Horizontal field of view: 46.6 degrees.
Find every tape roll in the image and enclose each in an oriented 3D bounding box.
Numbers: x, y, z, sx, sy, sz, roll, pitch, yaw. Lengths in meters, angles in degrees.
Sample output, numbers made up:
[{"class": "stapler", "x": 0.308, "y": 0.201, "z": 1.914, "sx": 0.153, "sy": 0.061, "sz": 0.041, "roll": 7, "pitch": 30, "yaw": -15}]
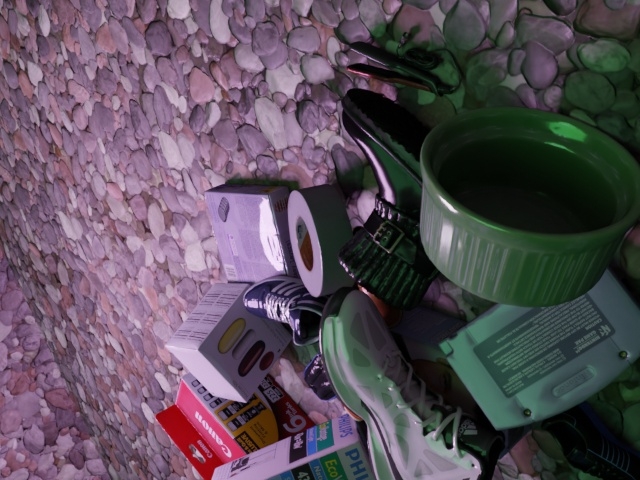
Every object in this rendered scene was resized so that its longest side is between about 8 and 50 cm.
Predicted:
[{"class": "tape roll", "x": 0.000, "y": 0.000, "z": 1.484, "sx": 0.219, "sy": 0.072, "sz": 0.219, "roll": 169, "pitch": 90, "yaw": -74}]

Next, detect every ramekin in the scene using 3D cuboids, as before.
[{"class": "ramekin", "x": 0.283, "y": -0.048, "z": 1.050, "sx": 0.303, "sy": 0.303, "sz": 0.148, "roll": 34, "pitch": 140, "yaw": 31}]

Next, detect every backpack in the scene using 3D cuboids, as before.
[{"class": "backpack", "x": 0.026, "y": 0.303, "z": 1.682, "sx": 0.105, "sy": 0.084, "sz": 0.114, "roll": 52, "pitch": 134, "yaw": 14}]

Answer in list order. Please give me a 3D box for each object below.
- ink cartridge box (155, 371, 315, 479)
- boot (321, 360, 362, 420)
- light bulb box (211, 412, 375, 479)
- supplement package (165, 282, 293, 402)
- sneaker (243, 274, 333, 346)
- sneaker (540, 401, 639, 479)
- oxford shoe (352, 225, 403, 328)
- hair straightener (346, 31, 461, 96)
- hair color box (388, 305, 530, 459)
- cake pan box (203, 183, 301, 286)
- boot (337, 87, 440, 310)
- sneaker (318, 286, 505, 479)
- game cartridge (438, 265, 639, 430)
[{"class": "ink cartridge box", "x": -0.221, "y": 0.459, "z": 1.891, "sx": 0.309, "sy": 0.271, "sz": 0.130, "roll": 43, "pitch": 137, "yaw": 23}, {"class": "boot", "x": 0.049, "y": 0.295, "z": 1.500, "sx": 0.158, "sy": 0.059, "sz": 0.085, "roll": 50, "pitch": 144, "yaw": 15}, {"class": "light bulb box", "x": -0.016, "y": 0.630, "z": 1.651, "sx": 0.225, "sy": 0.361, "sz": 0.358, "roll": -111, "pitch": -2, "yaw": -86}, {"class": "supplement package", "x": -0.214, "y": 0.240, "z": 1.772, "sx": 0.149, "sy": 0.203, "sz": 0.194, "roll": -3, "pitch": 132, "yaw": 49}, {"class": "sneaker", "x": -0.070, "y": 0.148, "z": 1.571, "sx": 0.282, "sy": 0.153, "sz": 0.099, "roll": -2, "pitch": 111, "yaw": 28}, {"class": "sneaker", "x": 0.465, "y": 0.365, "z": 1.229, "sx": 0.232, "sy": 0.090, "sz": 0.081, "roll": 45, "pitch": 137, "yaw": 22}, {"class": "oxford shoe", "x": 0.097, "y": 0.068, "z": 1.418, "sx": 0.076, "sy": 0.076, "sz": 0.212, "roll": -24, "pitch": 64, "yaw": 11}, {"class": "hair straightener", "x": 0.140, "y": -0.302, "z": 1.253, "sx": 0.230, "sy": 0.047, "sz": 0.089, "roll": 29, "pitch": 130, "yaw": 35}, {"class": "hair color box", "x": 0.212, "y": 0.244, "z": 1.424, "sx": 0.374, "sy": 0.113, "sz": 0.185, "roll": 17, "pitch": 122, "yaw": 41}, {"class": "cake pan box", "x": -0.147, "y": 0.004, "z": 1.722, "sx": 0.245, "sy": 0.070, "sz": 0.267, "roll": 5, "pitch": 114, "yaw": 48}, {"class": "boot", "x": 0.107, "y": -0.069, "z": 1.306, "sx": 0.348, "sy": 0.131, "sz": 0.260, "roll": 50, "pitch": 124, "yaw": 16}, {"class": "sneaker", "x": 0.181, "y": 0.272, "z": 1.290, "sx": 0.257, "sy": 0.169, "sz": 0.448, "roll": -8, "pitch": 112, "yaw": 40}, {"class": "game cartridge", "x": 0.359, "y": 0.164, "z": 1.175, "sx": 0.297, "sy": 0.062, "sz": 0.198, "roll": -38, "pitch": 84, "yaw": 21}]
